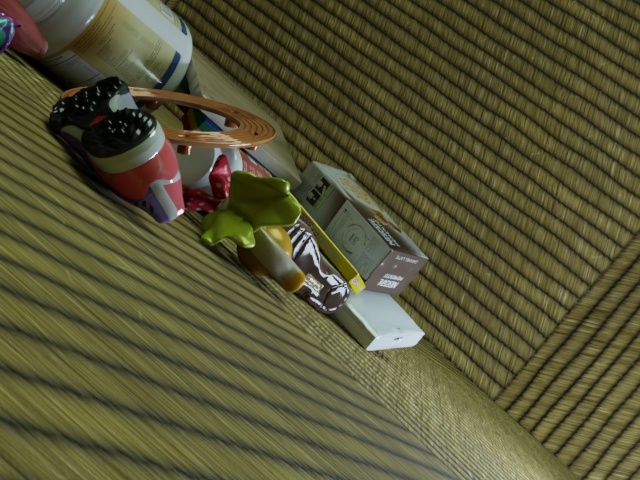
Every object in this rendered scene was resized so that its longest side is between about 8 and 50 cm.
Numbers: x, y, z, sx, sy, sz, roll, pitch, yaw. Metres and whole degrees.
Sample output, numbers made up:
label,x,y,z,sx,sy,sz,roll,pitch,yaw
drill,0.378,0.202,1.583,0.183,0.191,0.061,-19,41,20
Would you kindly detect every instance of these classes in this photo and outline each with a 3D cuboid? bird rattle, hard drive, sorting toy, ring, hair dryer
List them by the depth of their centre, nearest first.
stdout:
label,x,y,z,sx,sy,sz,roll,pitch,yaw
bird rattle,-0.109,-0.007,1.692,0.207,0.143,0.253,52,-14,-14
ring,-0.236,-0.186,1.827,0.336,0.032,0.336,11,17,-3
hair dryer,-0.546,-0.391,1.834,0.293,0.080,0.223,40,2,-13
hard drive,0.035,0.072,2.103,0.307,0.040,0.203,47,19,22
sorting toy,-0.172,-0.211,2.178,0.257,0.089,0.255,40,15,-30

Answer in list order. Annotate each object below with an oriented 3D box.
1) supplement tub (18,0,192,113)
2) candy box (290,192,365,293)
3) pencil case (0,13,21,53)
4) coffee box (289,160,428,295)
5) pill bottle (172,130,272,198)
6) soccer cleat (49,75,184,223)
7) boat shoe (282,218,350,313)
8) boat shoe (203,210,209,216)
label,x,y,z,sx,sy,sz,roll,pitch,yaw
supplement tub,-0.403,-0.379,2.067,0.316,0.228,0.228,39,3,-43
candy box,0.000,0.000,2.015,0.206,0.027,0.105,50,0,17
pencil case,-0.465,-0.299,1.508,0.151,0.070,0.064,40,2,-28
coffee box,0.064,-0.022,2.153,0.141,0.098,0.246,13,31,-54
pill bottle,-0.167,-0.103,1.959,0.121,0.121,0.216,41,2,27
soccer cleat,-0.244,-0.113,1.417,0.318,0.108,0.116,39,-23,60
boat shoe,-0.048,0.026,1.898,0.095,0.095,0.257,43,-9,43
boat shoe,-0.153,-0.036,1.908,0.038,0.046,0.125,46,12,15
